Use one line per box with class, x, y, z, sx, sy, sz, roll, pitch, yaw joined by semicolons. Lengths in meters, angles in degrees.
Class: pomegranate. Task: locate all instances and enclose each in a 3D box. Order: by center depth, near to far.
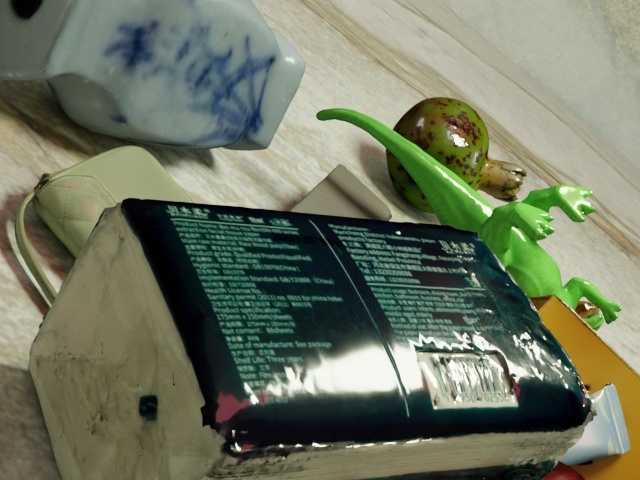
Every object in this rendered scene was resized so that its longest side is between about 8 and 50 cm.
pomegranate;0.226;-0.133;1.847;0.248;0.202;0.202;17;23;8

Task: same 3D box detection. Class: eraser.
eraser;-0.001;0.001;1.446;0.111;0.077;0.352;42;25;0

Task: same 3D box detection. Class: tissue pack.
tissue pack;-0.008;0.131;0.944;0.417;0.253;0.264;5;43;-41
tissue pack;0.320;0.229;1.415;0.274;0.194;0.145;45;-4;-2

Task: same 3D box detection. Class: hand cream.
hand cream;0.256;0.247;1.309;0.256;0.055;0.088;-15;87;-18

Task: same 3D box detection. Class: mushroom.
mushroom;0.421;0.137;1.888;0.109;0.085;0.126;-10;53;-19

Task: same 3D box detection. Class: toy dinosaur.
toy dinosaur;0.205;0.022;1.578;0.500;0.374;0.144;27;50;15

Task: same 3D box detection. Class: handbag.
handbag;-0.194;0.028;1.106;0.256;0.079;0.219;48;39;8

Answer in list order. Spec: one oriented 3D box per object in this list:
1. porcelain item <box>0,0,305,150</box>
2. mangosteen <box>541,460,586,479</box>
porcelain item;-0.199;-0.232;1.309;0.178;0.242;0.405;32;9;33
mangosteen;0.247;0.338;1.217;0.180;0.166;0.166;58;12;-38
